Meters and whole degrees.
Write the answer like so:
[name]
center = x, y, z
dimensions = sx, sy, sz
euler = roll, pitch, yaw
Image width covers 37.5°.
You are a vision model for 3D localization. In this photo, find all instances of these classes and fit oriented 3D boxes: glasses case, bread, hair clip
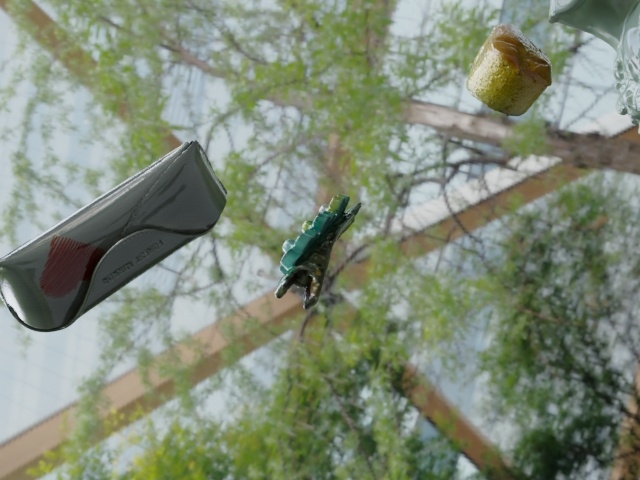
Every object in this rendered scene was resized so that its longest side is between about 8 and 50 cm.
[glasses case]
center = -0.243, -0.004, 1.136
dimensions = 0.308, 0.083, 0.128
euler = -35, -26, -16
[bread]
center = 0.267, -0.242, 1.319
dimensions = 0.094, 0.102, 0.245
euler = -57, 0, 23
[hair clip]
center = 0.000, -0.001, 0.803
dimensions = 0.173, 0.049, 0.049
euler = -57, -29, -58

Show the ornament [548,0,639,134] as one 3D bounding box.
[ornament]
center = 0.287, -0.217, 0.896
dimensions = 0.120, 0.285, 0.130
euler = -39, -6, 29
